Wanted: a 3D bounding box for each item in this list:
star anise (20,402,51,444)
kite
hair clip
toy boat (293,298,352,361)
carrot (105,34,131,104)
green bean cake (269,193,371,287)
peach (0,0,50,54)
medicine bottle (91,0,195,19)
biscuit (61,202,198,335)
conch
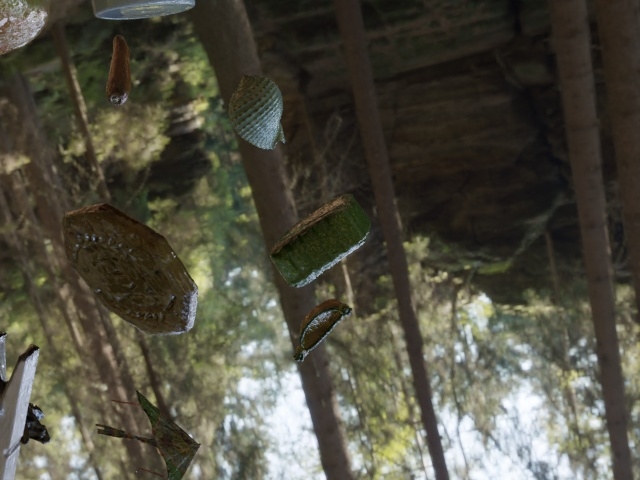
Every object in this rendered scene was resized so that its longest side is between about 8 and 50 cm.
[{"bbox_3d":[-0.712,0.362,1.813,0.272,0.102,0.272,30,-175,-3],"label":"star anise"},{"bbox_3d":[-0.285,0.332,1.345,0.244,0.198,0.006,-3,-162,35],"label":"kite"},{"bbox_3d":[-0.642,0.352,1.634,0.101,0.331,0.085,14,-164,-2],"label":"hair clip"},{"bbox_3d":[0.000,0.248,2.306,0.229,0.089,0.088,-45,-141,19],"label":"toy boat"},{"bbox_3d":[-0.497,-0.427,2.014,0.059,0.059,0.248,-13,-128,7],"label":"carrot"},{"bbox_3d":[0.000,0.000,2.006,0.248,0.125,0.222,-31,-170,14],"label":"green bean cake"},{"bbox_3d":[-0.652,-0.479,1.562,0.232,0.232,0.256,-1,-177,38],"label":"peach"},{"bbox_3d":[-0.364,-0.600,1.582,0.245,0.306,0.245,-6,-170,1],"label":"medicine bottle"},{"bbox_3d":[-0.410,0.071,1.733,0.359,0.359,0.046,0,-143,39],"label":"biscuit"},{"bbox_3d":[-0.077,-0.145,0.929,0.076,0.085,0.056,-14,180,40],"label":"conch"}]
